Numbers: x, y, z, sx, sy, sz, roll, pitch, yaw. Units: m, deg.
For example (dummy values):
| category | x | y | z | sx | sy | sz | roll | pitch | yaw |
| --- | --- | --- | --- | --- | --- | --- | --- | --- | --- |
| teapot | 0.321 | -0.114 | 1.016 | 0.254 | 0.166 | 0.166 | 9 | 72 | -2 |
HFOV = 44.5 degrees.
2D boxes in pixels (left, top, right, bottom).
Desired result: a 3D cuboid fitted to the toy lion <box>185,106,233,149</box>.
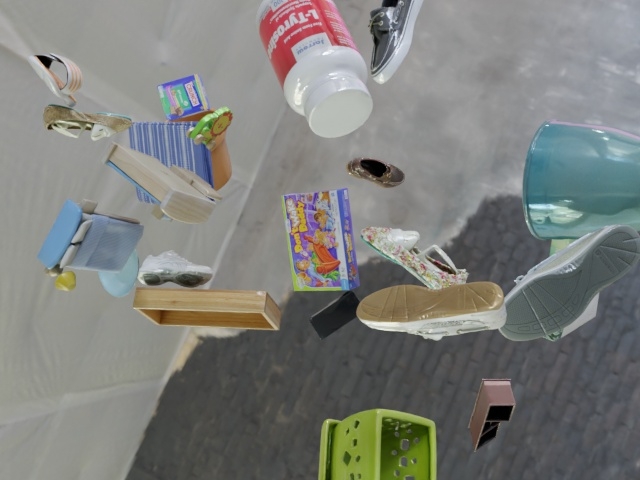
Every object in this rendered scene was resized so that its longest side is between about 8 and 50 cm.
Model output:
| category | x | y | z | sx | sy | sz | roll | pitch | yaw |
| --- | --- | --- | --- | --- | --- | --- | --- | --- | --- |
| toy lion | -0.226 | -0.241 | 1.642 | 0.096 | 0.034 | 0.100 | -52 | -15 | 8 |

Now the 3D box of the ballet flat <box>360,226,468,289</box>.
| category | x | y | z | sx | sy | sz | roll | pitch | yaw |
| --- | --- | --- | --- | --- | --- | --- | --- | --- | --- |
| ballet flat | 0.195 | 0.028 | 1.573 | 0.077 | 0.241 | 0.091 | -54 | 5 | 19 |

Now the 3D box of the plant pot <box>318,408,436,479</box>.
| category | x | y | z | sx | sy | sz | roll | pitch | yaw |
| --- | --- | --- | --- | --- | --- | --- | --- | --- | --- |
| plant pot | 0.124 | 0.527 | 1.835 | 0.227 | 0.207 | 0.228 | 24 | -119 | -42 |

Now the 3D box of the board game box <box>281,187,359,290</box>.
| category | x | y | z | sx | sy | sz | roll | pitch | yaw |
| --- | --- | --- | --- | --- | --- | --- | --- | --- | --- |
| board game box | 0.000 | 0.000 | 2.749 | 0.078 | 0.233 | 0.347 | -17 | -79 | -56 |

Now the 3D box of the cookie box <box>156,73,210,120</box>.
| category | x | y | z | sx | sy | sz | roll | pitch | yaw |
| --- | --- | --- | --- | --- | --- | --- | --- | --- | --- |
| cookie box | -0.339 | -0.355 | 1.943 | 0.040 | 0.107 | 0.092 | -69 | -37 | -80 |

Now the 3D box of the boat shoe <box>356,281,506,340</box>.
| category | x | y | z | sx | sy | sz | roll | pitch | yaw |
| --- | --- | --- | --- | --- | --- | --- | --- | --- | --- |
| boat shoe | 0.205 | 0.143 | 1.445 | 0.098 | 0.277 | 0.096 | -70 | -34 | -43 |

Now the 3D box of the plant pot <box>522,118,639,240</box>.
| category | x | y | z | sx | sy | sz | roll | pitch | yaw |
| --- | --- | --- | --- | --- | --- | --- | --- | --- | --- |
| plant pot | 0.609 | -0.122 | 1.678 | 0.271 | 0.255 | 0.272 | -13 | -74 | -51 |

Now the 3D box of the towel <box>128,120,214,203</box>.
| category | x | y | z | sx | sy | sz | roll | pitch | yaw |
| --- | --- | --- | --- | --- | --- | --- | --- | --- | --- |
| towel | -0.418 | -0.215 | 2.199 | 0.040 | 0.336 | 0.243 | -18 | -71 | -46 |

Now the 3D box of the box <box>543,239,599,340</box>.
| category | x | y | z | sx | sy | sz | roll | pitch | yaw |
| --- | --- | --- | --- | --- | --- | --- | --- | --- | --- |
| box | 0.680 | 0.084 | 2.084 | 0.232 | 0.058 | 0.322 | -18 | -63 | -42 |

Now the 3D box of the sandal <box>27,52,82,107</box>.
| category | x | y | z | sx | sy | sz | roll | pitch | yaw |
| --- | --- | --- | --- | --- | --- | --- | --- | --- | --- |
| sandal | -0.574 | -0.369 | 1.744 | 0.076 | 0.102 | 0.265 | -38 | 3 | -5 |

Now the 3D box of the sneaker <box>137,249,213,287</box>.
| category | x | y | z | sx | sy | sz | roll | pitch | yaw |
| --- | --- | --- | --- | --- | --- | --- | --- | --- | --- |
| sneaker | -0.443 | 0.076 | 2.408 | 0.090 | 0.232 | 0.115 | 93 | -178 | -50 |

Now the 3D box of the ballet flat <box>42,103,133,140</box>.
| category | x | y | z | sx | sy | sz | roll | pitch | yaw |
| --- | --- | --- | --- | --- | --- | --- | --- | --- | --- |
| ballet flat | -0.546 | -0.268 | 1.832 | 0.073 | 0.206 | 0.067 | 106 | 171 | -72 |

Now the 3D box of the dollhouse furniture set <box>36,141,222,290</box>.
| category | x | y | z | sx | sy | sz | roll | pitch | yaw |
| --- | --- | --- | --- | --- | --- | --- | --- | --- | --- |
| dollhouse furniture set | -0.363 | 0.000 | 1.600 | 0.303 | 0.198 | 0.286 | -58 | -29 | 8 |

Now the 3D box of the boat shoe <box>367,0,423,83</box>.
| category | x | y | z | sx | sy | sz | roll | pitch | yaw |
| --- | --- | --- | --- | --- | --- | --- | --- | --- | --- |
| boat shoe | 0.118 | -0.374 | 1.333 | 0.080 | 0.076 | 0.228 | -18 | 47 | 61 |

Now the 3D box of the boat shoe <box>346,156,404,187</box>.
| category | x | y | z | sx | sy | sz | roll | pitch | yaw |
| --- | --- | --- | --- | --- | --- | --- | --- | --- | --- |
| boat shoe | 0.180 | -0.208 | 2.384 | 0.073 | 0.207 | 0.073 | -16 | 70 | 55 |

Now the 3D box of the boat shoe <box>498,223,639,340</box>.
| category | x | y | z | sx | sy | sz | roll | pitch | yaw |
| --- | --- | --- | --- | --- | --- | --- | --- | --- | --- |
| boat shoe | 0.473 | 0.079 | 1.525 | 0.320 | 0.118 | 0.103 | -39 | 7 | 0 |

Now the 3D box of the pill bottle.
| category | x | y | z | sx | sy | sz | roll | pitch | yaw |
| --- | --- | --- | --- | --- | --- | --- | --- | --- | --- |
| pill bottle | -0.012 | -0.478 | 2.076 | 0.229 | 0.229 | 0.408 | 93 | 158 | -56 |

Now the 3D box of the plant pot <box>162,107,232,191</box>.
| category | x | y | z | sx | sy | sz | roll | pitch | yaw |
| --- | --- | --- | --- | --- | --- | --- | --- | --- | --- |
| plant pot | -0.414 | -0.265 | 2.511 | 0.291 | 0.291 | 0.203 | -57 | -45 | -40 |

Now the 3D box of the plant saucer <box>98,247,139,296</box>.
| category | x | y | z | sx | sy | sz | roll | pitch | yaw |
| --- | --- | --- | --- | --- | --- | --- | --- | --- | --- |
| plant saucer | -0.582 | 0.068 | 2.288 | 0.037 | 0.195 | 0.195 | -2 | -64 | -51 |

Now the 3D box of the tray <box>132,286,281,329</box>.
| category | x | y | z | sx | sy | sz | roll | pitch | yaw |
| --- | --- | --- | --- | --- | --- | --- | --- | --- | --- |
| tray | -0.343 | 0.209 | 2.412 | 0.203 | 0.411 | 0.076 | 64 | -152 | -66 |

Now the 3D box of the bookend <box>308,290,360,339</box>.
| category | x | y | z | sx | sy | sz | roll | pitch | yaw |
| --- | --- | --- | --- | --- | --- | --- | --- | --- | --- |
| bookend | 0.044 | 0.221 | 2.334 | 0.157 | 0.072 | 0.156 | -33 | -2 | -6 |

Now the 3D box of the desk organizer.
| category | x | y | z | sx | sy | sz | roll | pitch | yaw |
| --- | --- | --- | --- | --- | --- | --- | --- | --- | --- |
| desk organizer | 0.276 | 0.284 | 1.262 | 0.050 | 0.047 | 0.130 | -93 | 5 | -48 |
